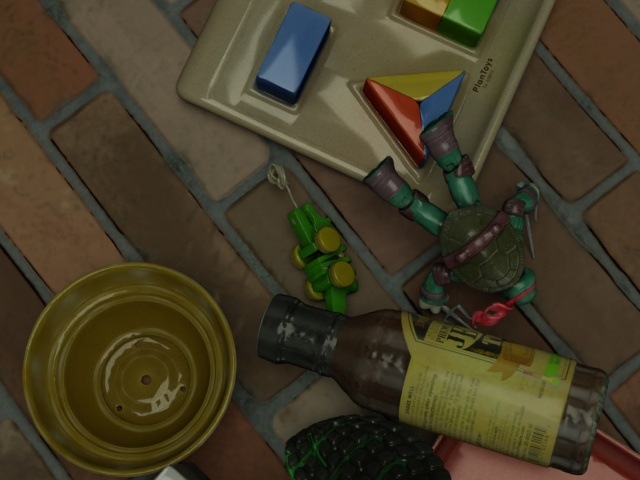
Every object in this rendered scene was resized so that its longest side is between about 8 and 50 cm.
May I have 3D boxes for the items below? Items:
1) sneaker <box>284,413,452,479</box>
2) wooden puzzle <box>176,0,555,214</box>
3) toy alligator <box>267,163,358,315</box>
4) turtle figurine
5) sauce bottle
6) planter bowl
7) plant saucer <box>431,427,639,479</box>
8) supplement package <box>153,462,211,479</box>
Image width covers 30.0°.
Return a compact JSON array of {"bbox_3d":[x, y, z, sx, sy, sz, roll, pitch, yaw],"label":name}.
[{"bbox_3d":[0.082,0.301,1.128,0.134,0.146,0.343,-23,51,-32],"label":"sneaker"},{"bbox_3d":[0.056,-0.237,1.304,0.348,0.080,0.322,24,81,5],"label":"wooden puzzle"},{"bbox_3d":[0.000,0.000,1.279,0.051,0.056,0.190,-14,77,-42],"label":"toy alligator"},{"bbox_3d":[0.158,-0.007,1.225,0.175,0.118,0.234,-39,97,-4],"label":"turtle figurine"},{"bbox_3d":[0.106,0.131,1.181,0.344,0.111,0.111,16,80,12],"label":"sauce bottle"},{"bbox_3d":[-0.188,0.137,1.231,0.217,0.090,0.217,-1,74,5],"label":"planter bowl"},{"bbox_3d":[0.211,0.300,1.222,0.258,0.048,0.259,32,83,6],"label":"plant saucer"},{"bbox_3d":[-0.150,0.376,1.136,0.199,0.198,0.263,42,83,7],"label":"supplement package"}]
